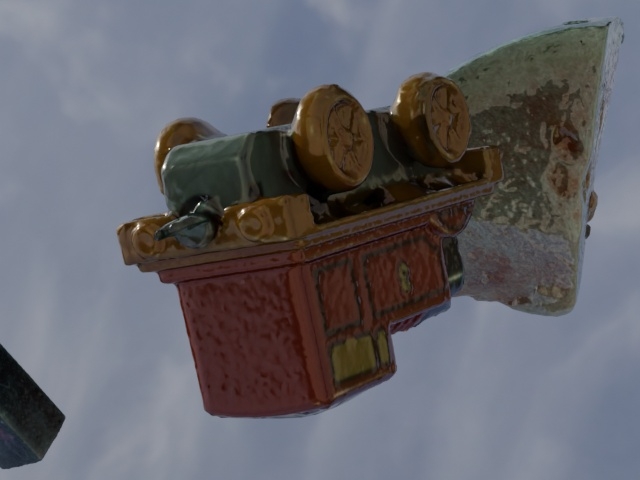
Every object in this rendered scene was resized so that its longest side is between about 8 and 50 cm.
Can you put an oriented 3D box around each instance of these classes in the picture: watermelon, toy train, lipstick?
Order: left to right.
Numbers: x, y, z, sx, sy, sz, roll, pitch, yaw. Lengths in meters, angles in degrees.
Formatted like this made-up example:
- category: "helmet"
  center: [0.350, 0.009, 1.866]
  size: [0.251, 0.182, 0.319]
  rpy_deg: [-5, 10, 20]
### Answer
- category: "lipstick"
  center: [-0.311, 0.049, 1.257]
  size: [0.312, 0.051, 0.051]
  rpy_deg: [53, -137, -26]
- category: "toy train"
  center: [0.000, 0.000, 1.271]
  size: [0.369, 0.163, 0.231]
  rpy_deg: [-17, -81, -56]
- category: "watermelon"
  center: [0.184, -0.044, 1.634]
  size: [0.258, 0.387, 0.228]
  rpy_deg: [56, -156, 15]
